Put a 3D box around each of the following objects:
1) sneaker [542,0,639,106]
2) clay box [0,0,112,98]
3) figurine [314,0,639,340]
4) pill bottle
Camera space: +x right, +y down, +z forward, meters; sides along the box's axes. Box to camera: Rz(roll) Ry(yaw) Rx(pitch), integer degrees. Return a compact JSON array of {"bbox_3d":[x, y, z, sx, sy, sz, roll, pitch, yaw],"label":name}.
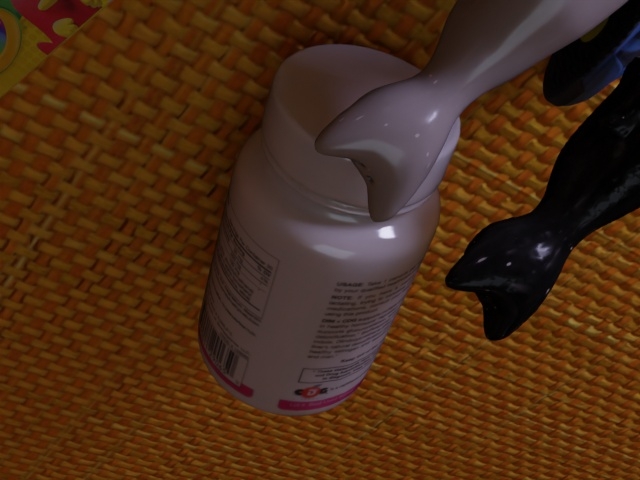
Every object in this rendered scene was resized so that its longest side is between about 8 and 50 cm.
[{"bbox_3d":[0.248,-0.162,0.590,0.082,0.069,0.209,23,129,-23],"label":"sneaker"},{"bbox_3d":[-0.116,-0.184,0.453,0.222,0.127,0.053,-33,131,24],"label":"clay box"},{"bbox_3d":[0.124,-0.065,0.513,0.209,0.092,0.215,-46,119,2],"label":"figurine"},{"bbox_3d":[0.000,0.000,0.671,0.160,0.160,0.283,7,136,-13],"label":"pill bottle"}]
